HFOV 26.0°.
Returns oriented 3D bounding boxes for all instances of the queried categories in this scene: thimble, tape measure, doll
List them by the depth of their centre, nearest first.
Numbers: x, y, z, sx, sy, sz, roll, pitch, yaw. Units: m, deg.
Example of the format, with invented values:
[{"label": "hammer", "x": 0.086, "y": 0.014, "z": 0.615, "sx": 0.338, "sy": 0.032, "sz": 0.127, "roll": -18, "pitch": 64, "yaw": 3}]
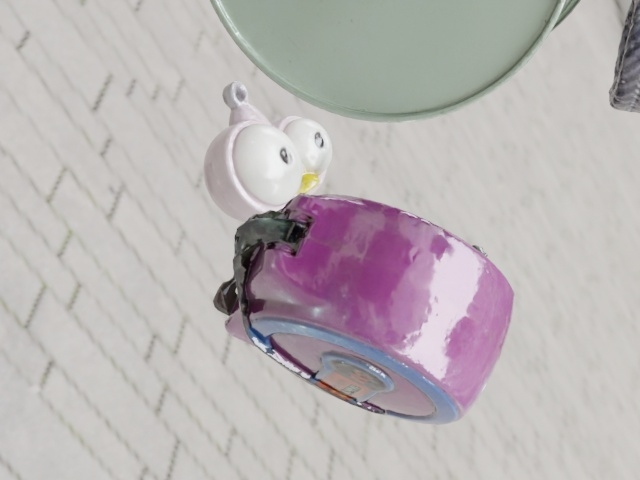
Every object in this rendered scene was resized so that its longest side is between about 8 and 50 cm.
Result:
[{"label": "thimble", "x": 0.244, "y": -0.135, "z": 0.979, "sx": 0.104, "sy": 0.066, "sz": 0.095, "roll": 73, "pitch": 29, "yaw": -74}, {"label": "tape measure", "x": 0.037, "y": 0.049, "z": 1.170, "sx": 0.245, "sy": 0.231, "sz": 0.149, "roll": 27, "pitch": 70, "yaw": -4}, {"label": "doll", "x": -0.001, "y": 0.000, "z": 1.406, "sx": 0.160, "sy": 0.094, "sz": 0.365, "roll": -34, "pitch": 95, "yaw": -45}]

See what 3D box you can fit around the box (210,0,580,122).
[{"label": "box", "x": 0.055, "y": -0.199, "z": 0.825, "sx": 0.226, "sy": 0.226, "sz": 0.149, "roll": 60, "pitch": 29, "yaw": -9}]
